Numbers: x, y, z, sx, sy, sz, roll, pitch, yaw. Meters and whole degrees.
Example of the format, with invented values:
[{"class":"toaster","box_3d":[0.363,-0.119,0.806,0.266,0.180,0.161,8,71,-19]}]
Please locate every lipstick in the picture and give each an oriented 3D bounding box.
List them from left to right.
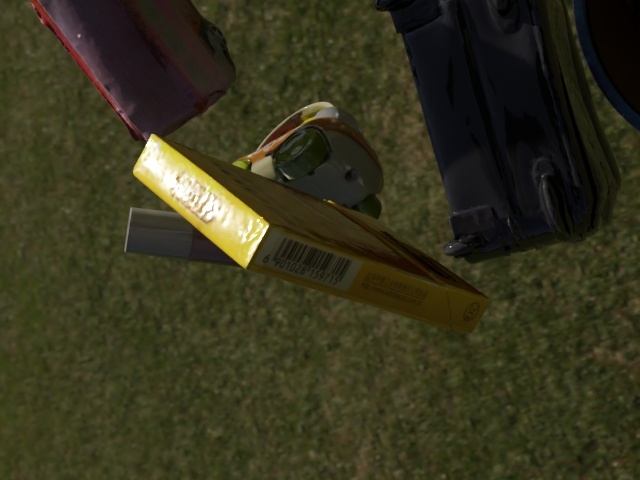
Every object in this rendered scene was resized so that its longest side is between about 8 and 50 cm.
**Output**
[{"class":"lipstick","box_3d":[-0.161,0.000,1.714,0.070,0.254,0.070,-172,90,-79]}]

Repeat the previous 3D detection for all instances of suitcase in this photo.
[{"class":"suitcase","box_3d":[0.224,-0.158,1.350,0.188,0.339,0.345,-17,90,20]}]

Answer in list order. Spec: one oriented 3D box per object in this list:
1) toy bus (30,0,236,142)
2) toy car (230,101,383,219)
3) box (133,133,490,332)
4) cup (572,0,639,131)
[{"class":"toy bus","box_3d":[-0.228,-0.262,1.313,0.127,0.147,0.303,-27,111,26]},{"class":"toy car","box_3d":[-0.023,-0.100,1.489,0.145,0.235,0.235,46,158,-29]},{"class":"box","box_3d":[0.000,0.000,0.875,0.152,0.269,0.043,39,103,41]},{"class":"cup","box_3d":[0.360,-0.175,0.881,0.242,0.292,0.308,-12,100,31]}]
